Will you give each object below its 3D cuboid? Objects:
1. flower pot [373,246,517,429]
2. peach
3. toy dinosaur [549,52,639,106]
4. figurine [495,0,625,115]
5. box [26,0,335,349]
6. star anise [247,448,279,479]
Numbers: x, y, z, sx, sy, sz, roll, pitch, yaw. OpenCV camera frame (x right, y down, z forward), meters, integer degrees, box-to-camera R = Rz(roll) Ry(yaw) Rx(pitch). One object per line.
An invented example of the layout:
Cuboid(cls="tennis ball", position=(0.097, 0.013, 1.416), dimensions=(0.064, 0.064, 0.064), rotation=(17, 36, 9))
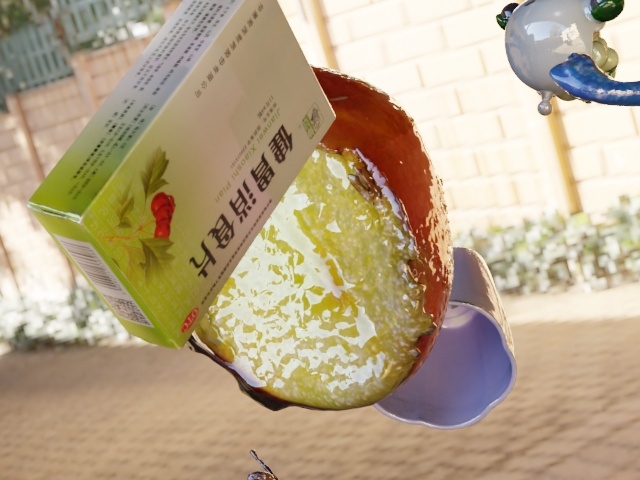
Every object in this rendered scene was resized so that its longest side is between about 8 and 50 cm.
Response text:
Cuboid(cls="flower pot", position=(0.198, 0.135, 2.239), dimensions=(0.265, 0.265, 0.243), rotation=(-14, 28, 20))
Cuboid(cls="peach", position=(0.000, 0.000, 1.617), dimensions=(0.353, 0.417, 0.339), rotation=(26, -46, -39))
Cuboid(cls="toy dinosaur", position=(0.277, -0.068, 0.756), dimensions=(0.188, 0.075, 0.247), rotation=(-22, 45, -36))
Cuboid(cls="figurine", position=(0.205, -0.211, 1.201), dimensions=(0.093, 0.197, 0.147), rotation=(-14, 10, -33))
Cuboid(cls="box", position=(-0.100, -0.067, 1.087), dimensions=(0.062, 0.175, 0.260), rotation=(15, 61, 34))
Cuboid(cls="star anise", position=(-0.076, 0.389, 2.057), dimensions=(0.070, 0.097, 0.191), rotation=(-24, 53, -16))
